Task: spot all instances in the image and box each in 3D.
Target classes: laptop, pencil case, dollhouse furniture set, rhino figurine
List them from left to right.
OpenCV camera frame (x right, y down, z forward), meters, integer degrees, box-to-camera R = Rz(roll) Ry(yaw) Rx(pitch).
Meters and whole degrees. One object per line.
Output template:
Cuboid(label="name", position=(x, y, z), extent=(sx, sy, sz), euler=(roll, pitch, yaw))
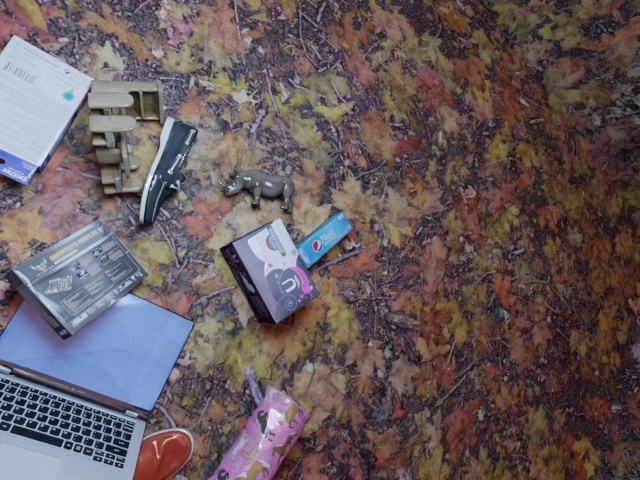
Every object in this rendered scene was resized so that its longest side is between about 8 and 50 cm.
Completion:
Cuboid(label="laptop", position=(-0.515, 0.299, 0.930), extent=(0.381, 0.408, 0.236), euler=(30, 104, -21))
Cuboid(label="dollhouse furniture set", position=(-0.455, -0.268, 1.042), extent=(0.160, 0.212, 0.242), euler=(-7, 59, -22))
Cuboid(label="pencil case", position=(-0.179, 0.568, 1.105), extent=(0.386, 0.167, 0.160), euler=(-54, 131, -23))
Cuboid(label="rhino figurine", position=(-0.182, -0.153, 1.257), extent=(0.243, 0.073, 0.107), euler=(9, 83, -26))

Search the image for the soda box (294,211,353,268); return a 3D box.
Cuboid(label="soda box", position=(0.000, 0.000, 1.334), extent=(0.210, 0.071, 0.067), euler=(-40, 101, -27))

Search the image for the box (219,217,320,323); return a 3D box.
Cuboid(label="box", position=(-0.141, 0.086, 1.206), extent=(0.163, 0.142, 0.247), euler=(-31, 98, -28))

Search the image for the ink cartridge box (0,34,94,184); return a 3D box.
Cuboid(label="ink cartridge box", position=(-0.694, -0.297, 1.005), extent=(0.185, 0.065, 0.311), euler=(28, 69, -23))

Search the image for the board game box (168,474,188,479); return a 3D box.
Cuboid(label="board game box", position=(-0.380, 0.674, 1.059), extent=(0.133, 0.033, 0.169), euler=(-10, 88, -29))

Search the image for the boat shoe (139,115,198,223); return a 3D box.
Cuboid(label="boat shoe", position=(-0.394, -0.178, 1.122), extent=(0.091, 0.114, 0.303), euler=(16, 76, -20))

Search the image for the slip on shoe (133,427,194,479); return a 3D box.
Cuboid(label="slip on shoe", position=(-0.450, 0.553, 0.999), extent=(0.331, 0.101, 0.123), euler=(-19, 89, -30))

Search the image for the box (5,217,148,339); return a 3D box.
Cuboid(label="box", position=(-0.545, 0.082, 0.989), extent=(0.183, 0.056, 0.231), euler=(53, 39, -12))
